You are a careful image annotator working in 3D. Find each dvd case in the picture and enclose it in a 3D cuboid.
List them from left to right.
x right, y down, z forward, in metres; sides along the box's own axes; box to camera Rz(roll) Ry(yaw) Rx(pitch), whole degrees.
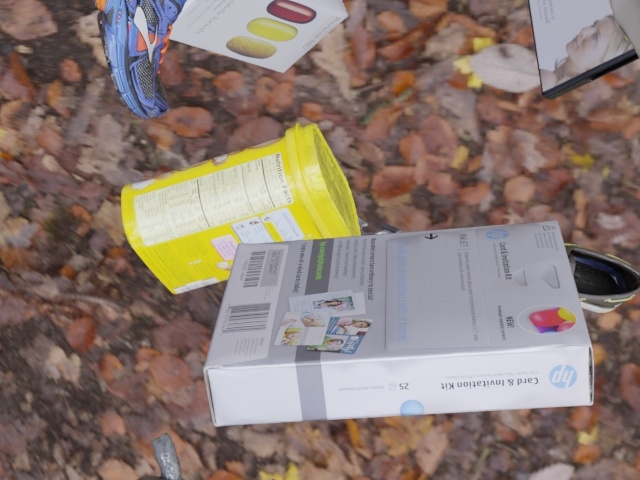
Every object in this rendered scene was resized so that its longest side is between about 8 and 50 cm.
[{"bbox_3d":[0.369,-0.304,1.611,0.022,0.253,0.180,12,65,-39],"label":"dvd case"}]

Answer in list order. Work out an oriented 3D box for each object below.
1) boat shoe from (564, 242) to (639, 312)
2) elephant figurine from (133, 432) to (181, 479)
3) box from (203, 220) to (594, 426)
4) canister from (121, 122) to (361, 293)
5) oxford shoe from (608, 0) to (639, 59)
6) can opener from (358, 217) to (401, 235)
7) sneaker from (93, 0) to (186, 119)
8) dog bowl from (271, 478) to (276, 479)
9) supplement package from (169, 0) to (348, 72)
[{"bbox_3d":[0.307,0.038,1.632,0.228,0.069,0.081,11,66,-25],"label":"boat shoe"},{"bbox_3d":[-0.208,0.330,1.198,0.169,0.239,0.186,52,39,-6],"label":"elephant figurine"},{"bbox_3d":[0.041,0.040,0.678,0.186,0.145,0.038,-5,115,6],"label":"box"},{"bbox_3d":[-0.065,-0.022,1.064,0.170,0.073,0.126,-16,146,10],"label":"canister"},{"bbox_3d":[0.384,-0.070,1.165,0.130,0.169,0.449,-28,80,-12],"label":"oxford shoe"},{"bbox_3d":[0.000,0.000,1.541,0.076,0.283,0.095,-49,143,-24],"label":"can opener"},{"bbox_3d":[-0.161,-0.202,1.170,0.087,0.083,0.221,-12,136,-7],"label":"sneaker"},{"bbox_3d":[-0.038,0.322,1.237,0.074,0.297,0.165,15,76,-3],"label":"dog bowl"},{"bbox_3d":[-0.105,-0.331,1.669,0.244,0.139,0.133,8,52,-49],"label":"supplement package"}]
